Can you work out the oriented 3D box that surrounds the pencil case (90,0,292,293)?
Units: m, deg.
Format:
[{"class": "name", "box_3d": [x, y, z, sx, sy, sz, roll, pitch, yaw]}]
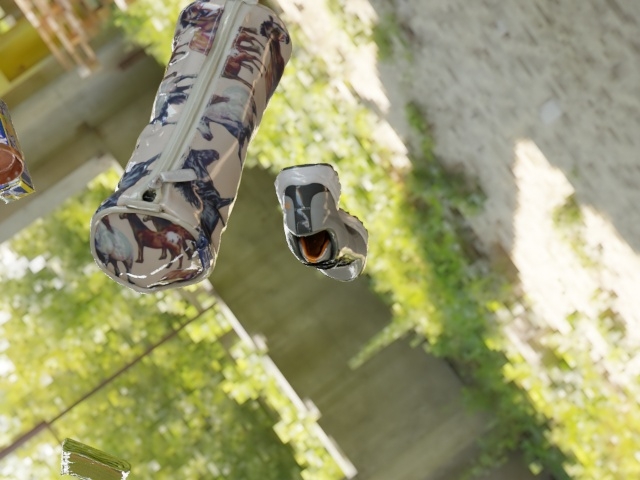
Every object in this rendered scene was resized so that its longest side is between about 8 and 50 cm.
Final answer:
[{"class": "pencil case", "box_3d": [-0.158, -0.136, 1.825, 0.159, 0.410, 0.183, 21, 145, -5]}]

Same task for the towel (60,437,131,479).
[{"class": "towel", "box_3d": [-0.330, 0.333, 2.084, 0.102, 0.021, 0.237, 23, 160, -3]}]

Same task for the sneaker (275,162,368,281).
[{"class": "sneaker", "box_3d": [0.000, 0.000, 1.911, 0.271, 0.100, 0.108, 59, -152, -61]}]

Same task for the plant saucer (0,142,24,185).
[{"class": "plant saucer", "box_3d": [-0.335, -0.077, 1.413, 0.083, 0.083, 0.013, 65, -163, -62]}]

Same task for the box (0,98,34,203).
[{"class": "box", "box_3d": [-0.516, -0.149, 2.302, 0.059, 0.054, 0.169, 54, -166, -71]}]
